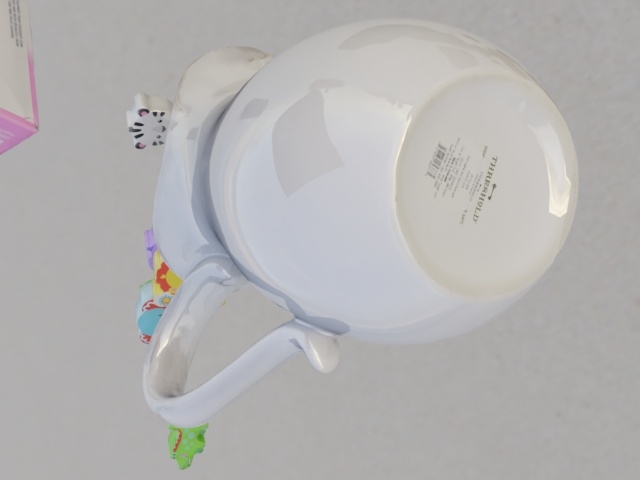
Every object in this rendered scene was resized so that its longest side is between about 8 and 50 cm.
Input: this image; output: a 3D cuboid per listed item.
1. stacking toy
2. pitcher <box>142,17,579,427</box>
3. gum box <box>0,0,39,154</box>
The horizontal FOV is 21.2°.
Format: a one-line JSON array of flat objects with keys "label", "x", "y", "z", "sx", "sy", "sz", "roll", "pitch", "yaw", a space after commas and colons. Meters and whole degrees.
[{"label": "stacking toy", "x": -0.106, "y": 0.027, "z": 1.183, "sx": 0.221, "sy": 0.052, "sz": 0.167, "roll": 100, "pitch": 163, "yaw": -45}, {"label": "pitcher", "x": 0.000, "y": 0.000, "z": 0.689, "sx": 0.125, "sy": 0.177, "sz": 0.207, "roll": 21, "pitch": 172, "yaw": -29}, {"label": "gum box", "x": -0.166, "y": -0.104, "z": 0.613, "sx": 0.107, "sy": 0.062, "sz": 0.188, "roll": -27, "pitch": 57, "yaw": 29}]
